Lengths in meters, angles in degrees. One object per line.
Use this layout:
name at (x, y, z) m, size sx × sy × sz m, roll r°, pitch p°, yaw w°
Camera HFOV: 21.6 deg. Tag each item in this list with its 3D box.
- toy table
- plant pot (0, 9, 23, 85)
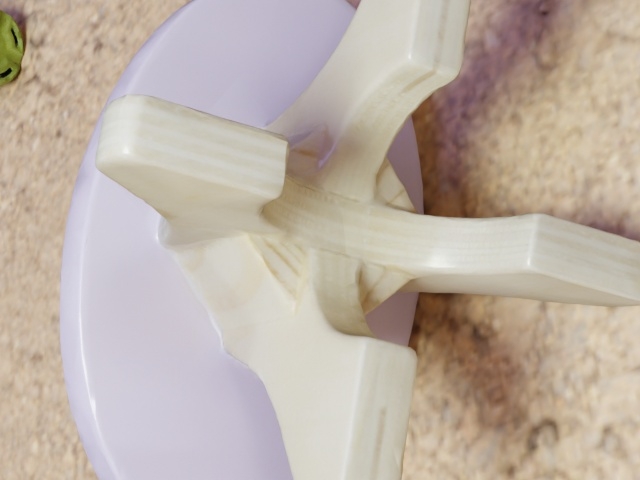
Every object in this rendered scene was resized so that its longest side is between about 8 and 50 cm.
toy table at (0.000, 0.000, 0.731) m, size 0.161 × 0.252 × 0.274 m, roll -14°, pitch 75°, yaw 61°
plant pot at (-0.244, -0.129, 1.122) m, size 0.079 × 0.083 × 0.083 m, roll 1°, pitch 78°, yaw 34°
